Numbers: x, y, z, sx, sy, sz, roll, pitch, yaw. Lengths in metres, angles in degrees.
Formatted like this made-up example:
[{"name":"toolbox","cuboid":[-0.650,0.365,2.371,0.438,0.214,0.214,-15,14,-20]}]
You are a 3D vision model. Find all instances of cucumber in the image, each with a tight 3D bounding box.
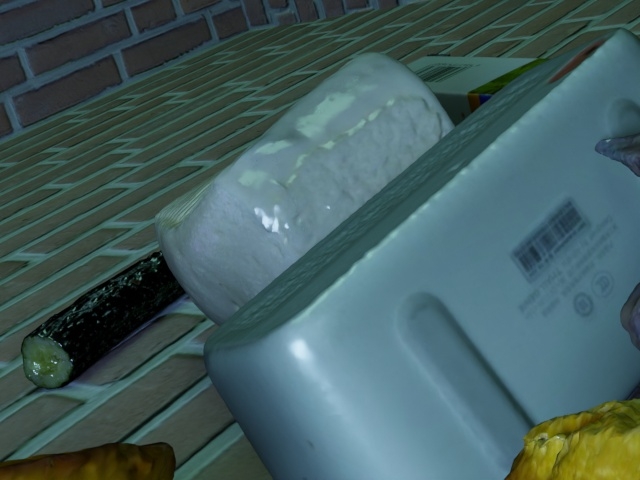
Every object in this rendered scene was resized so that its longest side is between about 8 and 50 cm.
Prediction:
[{"name":"cucumber","cuboid":[-0.225,0.073,1.254,0.072,0.072,0.300,-3,22,34]}]

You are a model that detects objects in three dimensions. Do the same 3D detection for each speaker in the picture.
[{"name":"speaker","cuboid":[0.121,0.031,0.752,0.406,0.184,0.183,-40,9,-27]}]

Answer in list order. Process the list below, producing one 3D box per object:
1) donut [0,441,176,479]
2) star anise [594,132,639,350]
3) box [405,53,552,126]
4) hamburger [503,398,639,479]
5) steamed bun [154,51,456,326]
[{"name":"donut","cuboid":[-0.253,0.218,0.574,0.435,0.164,0.377,-15,-11,22]},{"name":"star anise","cuboid":[0.312,-0.030,0.622,0.315,0.315,0.108,-7,-7,26]},{"name":"box","cuboid":[0.181,-0.083,1.142,0.106,0.200,0.299,-26,21,-23]},{"name":"hamburger","cuboid":[0.245,0.130,0.453,0.314,0.170,0.290,-10,-8,-3]},{"name":"steamed bun","cuboid":[0.001,0.004,0.997,0.247,0.236,0.383,-38,5,-20]}]
